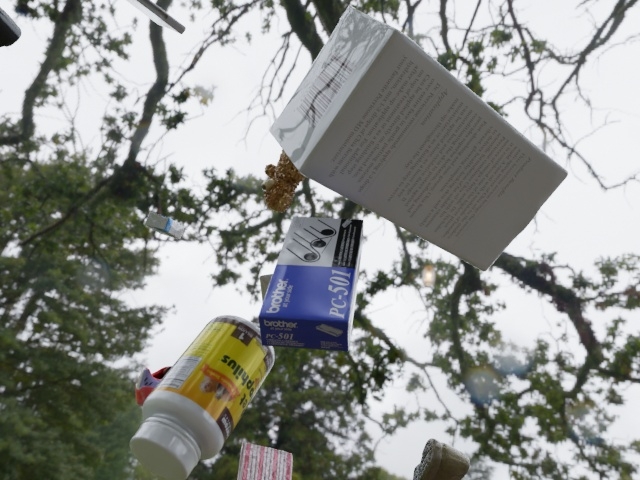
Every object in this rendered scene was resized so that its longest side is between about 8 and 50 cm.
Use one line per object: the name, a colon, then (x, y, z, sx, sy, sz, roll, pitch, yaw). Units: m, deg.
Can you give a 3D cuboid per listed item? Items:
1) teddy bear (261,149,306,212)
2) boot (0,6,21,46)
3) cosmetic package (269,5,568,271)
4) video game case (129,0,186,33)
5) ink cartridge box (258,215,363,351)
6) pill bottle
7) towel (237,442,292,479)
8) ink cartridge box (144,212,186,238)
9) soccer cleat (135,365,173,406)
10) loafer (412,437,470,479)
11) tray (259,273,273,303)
teddy bear: (-0.112, -0.268, 1.967, 0.113, 0.338, 0.245, 37, 3, -42)
boot: (-0.670, -0.493, 1.123, 0.246, 0.094, 0.207, 4, -19, 5)
cosmetic package: (0.172, -0.143, 0.896, 0.453, 0.161, 0.230, 25, -70, -35)
video game case: (-0.437, -0.575, 1.312, 0.193, 0.023, 0.212, 30, 7, -40)
ink cartridge box: (-0.003, 0.043, 0.656, 0.097, 0.207, 0.046, 3, -56, 7)
pill bottle: (-0.157, 0.209, 0.742, 0.117, 0.215, 0.117, 14, -52, 18)
towel: (-0.182, 0.757, 1.799, 0.197, 0.144, 0.029, 24, -42, -24)
ink cartridge box: (-0.310, -0.026, 1.104, 0.048, 0.028, 0.083, 15, -12, 17)
soccer cleat: (-0.329, 0.337, 1.301, 0.083, 0.095, 0.248, 7, 0, 36)
loafer: (0.131, 0.276, 0.615, 0.050, 0.056, 0.148, 14, -41, 10)
tray: (-0.069, 0.165, 1.880, 0.270, 0.030, 0.145, -8, -58, -9)
